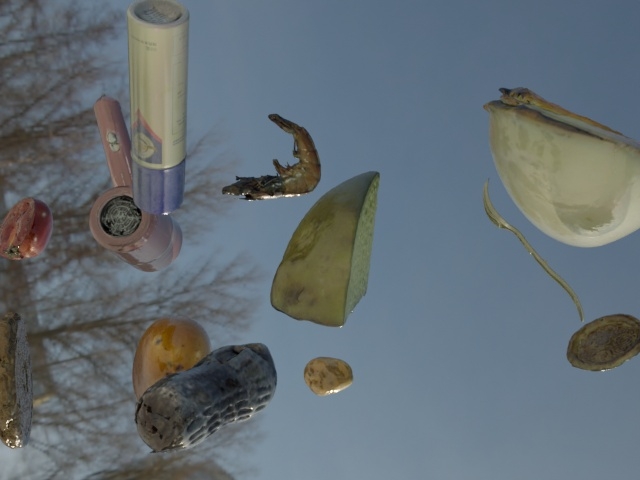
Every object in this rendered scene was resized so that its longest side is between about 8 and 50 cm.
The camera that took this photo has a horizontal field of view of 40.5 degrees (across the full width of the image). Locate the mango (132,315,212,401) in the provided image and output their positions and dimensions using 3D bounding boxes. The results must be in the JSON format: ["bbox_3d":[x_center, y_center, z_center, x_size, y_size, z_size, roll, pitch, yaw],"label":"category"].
[{"bbox_3d":[-0.281,0.239,1.667,0.290,0.160,0.191,123,-27,-71],"label":"mango"}]

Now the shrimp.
[{"bbox_3d":[-0.088,-0.142,1.478,0.035,0.195,0.148,-6,-87,60],"label":"shrimp"}]

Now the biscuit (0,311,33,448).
[{"bbox_3d":[-0.483,0.219,1.361,0.226,0.042,0.226,176,-90,-79],"label":"biscuit"}]

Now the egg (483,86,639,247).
[{"bbox_3d":[0.335,-0.085,1.167,0.264,0.286,0.174,35,-73,47],"label":"egg"}]

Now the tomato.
[{"bbox_3d":[-0.643,-0.018,1.931,0.159,0.091,0.139,-24,-129,40],"label":"tomato"}]

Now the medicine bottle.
[{"bbox_3d":[-0.164,-0.129,0.881,0.059,0.059,0.231,50,-34,36],"label":"medicine bottle"}]

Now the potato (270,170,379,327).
[{"bbox_3d":[0.000,0.000,0.764,0.081,0.149,0.120,6,-80,11],"label":"potato"}]

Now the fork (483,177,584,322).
[{"bbox_3d":[0.269,0.016,1.120,0.219,0.028,0.034,56,-11,14],"label":"fork"}]

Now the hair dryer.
[{"bbox_3d":[-0.373,-0.125,1.622,0.210,0.125,0.352,69,2,-77],"label":"hair dryer"}]

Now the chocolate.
[{"bbox_3d":[-0.144,0.204,1.136,0.110,0.248,0.110,9,-75,36],"label":"chocolate"}]

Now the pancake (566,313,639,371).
[{"bbox_3d":[0.378,0.136,1.151,0.115,0.115,0.011,-2,-52,56],"label":"pancake"}]

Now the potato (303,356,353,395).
[{"bbox_3d":[0.014,0.233,1.492,0.062,0.083,0.068,-107,-173,-63],"label":"potato"}]
